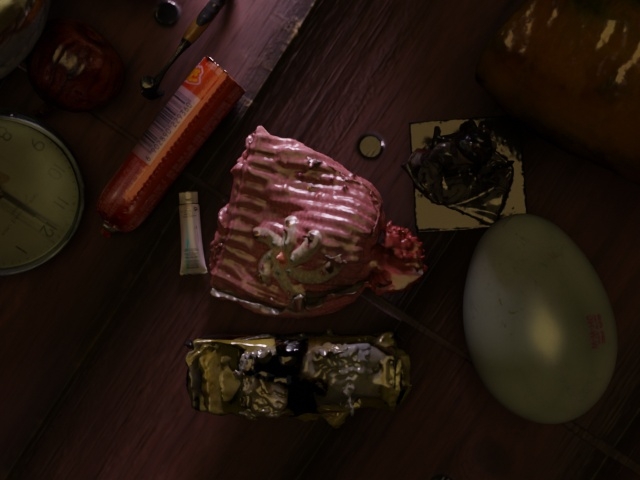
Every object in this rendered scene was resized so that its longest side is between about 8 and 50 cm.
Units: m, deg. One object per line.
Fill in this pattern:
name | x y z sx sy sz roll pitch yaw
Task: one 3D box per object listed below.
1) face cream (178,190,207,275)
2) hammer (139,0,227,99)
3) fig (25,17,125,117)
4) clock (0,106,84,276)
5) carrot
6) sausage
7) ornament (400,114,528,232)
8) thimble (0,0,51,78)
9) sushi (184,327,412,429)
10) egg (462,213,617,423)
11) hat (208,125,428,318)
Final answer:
face cream | -0.176 -0.009 1.188 0.038 0.020 0.115 -4 91 1
hammer | -0.175 -0.269 1.174 0.021 0.078 0.201 35 80 0
fig | -0.335 -0.226 1.147 0.150 0.128 0.128 -13 89 7
clock | -0.419 -0.059 1.131 0.226 0.049 0.226 -7 112 -18
carrot | 0.383 -0.189 1.037 0.341 0.241 0.241 31 91 22
sausage | -0.208 -0.115 1.164 0.074 0.074 0.274 37 90 1
ornament | 0.187 -0.090 1.092 0.166 0.196 0.153 -5 89 3
thimble | -0.455 -0.313 1.032 0.254 0.167 0.288 11 71 -5
sushi | -0.029 0.186 1.132 0.291 0.131 0.139 -1 88 -6
egg | 0.269 0.096 1.095 0.183 0.183 0.264 -12 82 2
hat | 0.000 0.000 1.140 0.286 0.107 0.236 18 100 6
